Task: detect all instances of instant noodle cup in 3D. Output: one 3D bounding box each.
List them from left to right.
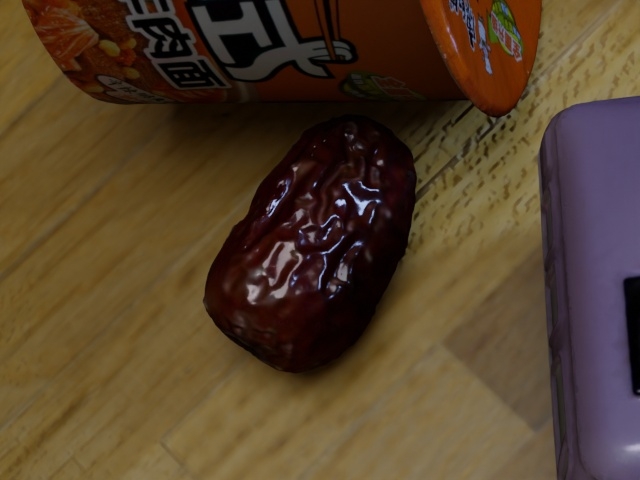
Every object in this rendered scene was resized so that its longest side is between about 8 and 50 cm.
[{"bbox_3d":[-0.021,-0.171,0.819,0.192,0.250,0.250,-5,66,20],"label":"instant noodle cup"}]

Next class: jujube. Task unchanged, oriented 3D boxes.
[{"bbox_3d":[0.000,0.000,0.829,0.077,0.077,0.129,20,63,20],"label":"jujube"}]

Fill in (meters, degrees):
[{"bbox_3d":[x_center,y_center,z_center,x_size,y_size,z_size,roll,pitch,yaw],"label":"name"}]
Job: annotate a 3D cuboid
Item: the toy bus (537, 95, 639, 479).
[{"bbox_3d":[0.161,0.046,0.729,0.142,0.142,0.203,-5,67,10],"label":"toy bus"}]
